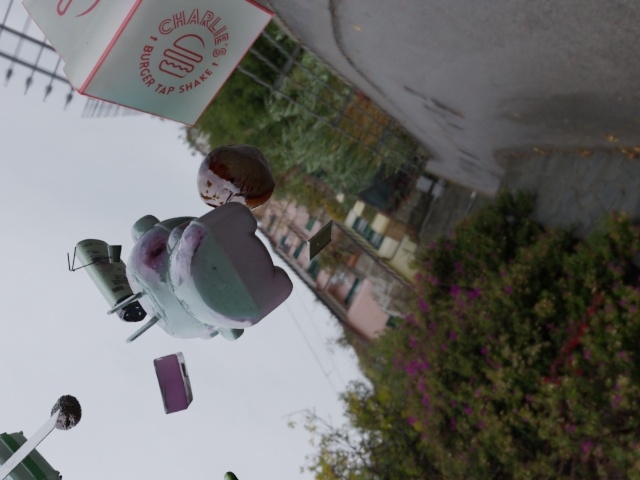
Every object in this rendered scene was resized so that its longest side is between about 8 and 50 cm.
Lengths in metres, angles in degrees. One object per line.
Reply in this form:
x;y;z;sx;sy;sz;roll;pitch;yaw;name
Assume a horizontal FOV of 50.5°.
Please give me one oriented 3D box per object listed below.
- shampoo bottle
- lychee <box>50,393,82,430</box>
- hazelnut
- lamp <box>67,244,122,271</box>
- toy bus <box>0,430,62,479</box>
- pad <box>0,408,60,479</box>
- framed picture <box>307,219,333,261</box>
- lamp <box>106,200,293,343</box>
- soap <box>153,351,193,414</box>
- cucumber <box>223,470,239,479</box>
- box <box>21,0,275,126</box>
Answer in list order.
-0.642;0.122;2.124;0.134;0.078;0.359;4;-150;-47;shampoo bottle
-0.554;0.376;1.478;0.067;0.068;0.083;-8;-136;-3;lychee
-0.257;-0.176;1.995;0.229;0.230;0.229;25;-169;-5;hazelnut
-0.490;0.038;1.483;0.121;0.054;0.041;-3;-178;-44;lamp
-0.799;0.648;1.822;0.276;0.165;0.133;27;-154;33;toy bus
-0.544;0.386;1.250;0.003;0.158;0.235;46;164;-9;pad
0.000;0.000;1.537;0.006;0.066;0.089;29;-128;26;framed picture
-0.207;0.072;1.081;0.247;0.247;0.301;58;152;-14;lamp
-0.475;0.458;2.208;0.081;0.181;0.259;-14;173;-9;soap
-0.229;0.667;1.837;0.037;0.037;0.155;38;155;47;cucumber
-0.343;-0.459;1.350;0.300;0.312;0.314;50;-159;24;box
